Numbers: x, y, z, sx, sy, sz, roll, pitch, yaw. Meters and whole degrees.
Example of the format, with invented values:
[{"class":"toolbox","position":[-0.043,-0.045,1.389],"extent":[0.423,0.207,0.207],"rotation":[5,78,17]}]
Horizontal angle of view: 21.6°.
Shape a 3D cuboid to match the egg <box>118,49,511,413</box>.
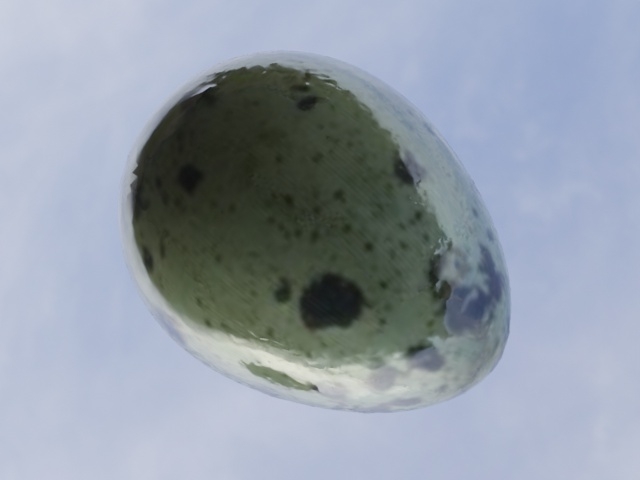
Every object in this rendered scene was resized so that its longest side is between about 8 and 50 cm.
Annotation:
[{"class":"egg","position":[0.000,0.000,0.879],"extent":[0.228,0.177,0.177],"rotation":[33,-96,18]}]
